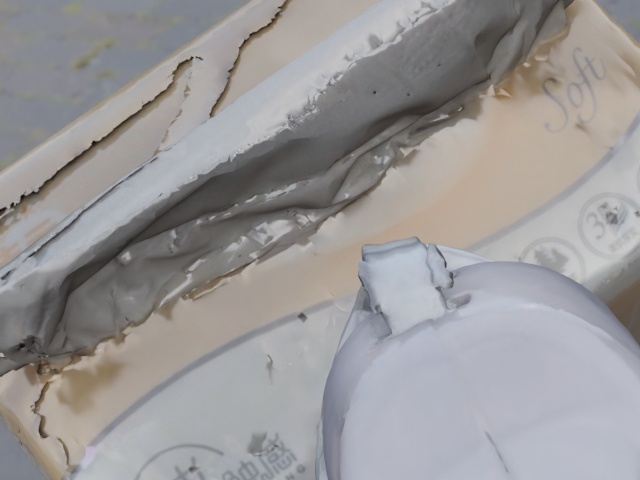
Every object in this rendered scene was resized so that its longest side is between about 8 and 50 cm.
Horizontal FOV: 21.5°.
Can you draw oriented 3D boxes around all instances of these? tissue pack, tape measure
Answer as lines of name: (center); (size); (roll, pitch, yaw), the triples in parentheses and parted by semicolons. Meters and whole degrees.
tissue pack: (0.000, 0.000, 0.693); (0.305, 0.238, 0.238); (-35, 33, -10)
tape measure: (0.078, 0.114, 0.437); (0.120, 0.197, 0.236); (-28, 55, 4)
